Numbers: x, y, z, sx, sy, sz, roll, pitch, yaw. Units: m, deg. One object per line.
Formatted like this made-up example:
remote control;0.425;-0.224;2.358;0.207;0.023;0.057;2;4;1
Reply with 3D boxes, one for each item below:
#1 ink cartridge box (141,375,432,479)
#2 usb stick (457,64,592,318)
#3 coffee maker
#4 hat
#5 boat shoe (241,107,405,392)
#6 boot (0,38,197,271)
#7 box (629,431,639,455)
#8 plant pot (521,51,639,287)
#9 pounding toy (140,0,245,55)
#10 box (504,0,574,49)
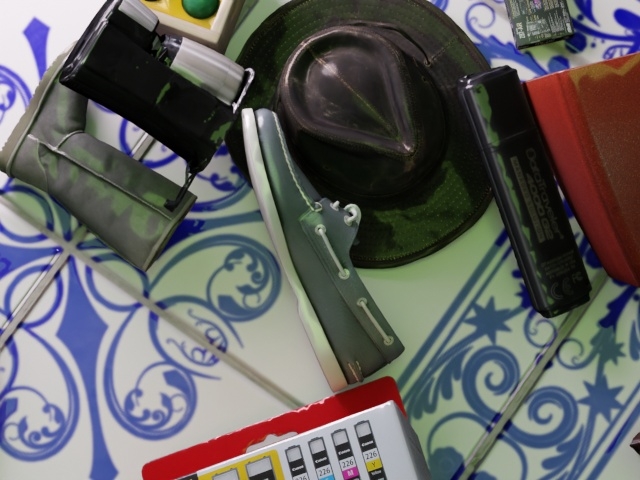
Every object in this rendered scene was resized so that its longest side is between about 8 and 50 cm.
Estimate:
ink cartridge box;-0.038;0.289;1.815;0.309;0.130;0.272;-21;65;6
usb stick;0.221;-0.054;1.928;0.077;0.045;0.278;-22;95;-26
coffee maker;-0.182;-0.156;1.890;0.178;0.120;0.171;30;58;-15
hat;0.052;-0.141;1.930;0.331;0.134;0.331;0;80;0
boat shoe;0.000;0.000;1.896;0.099;0.116;0.319;-20;100;-2
boot;-0.228;-0.094;1.956;0.208;0.076;0.189;30;95;11
box;0.460;0.198;1.855;0.203;0.167;0.168;-44;83;-6
plant pot;0.379;-0.087;1.866;0.267;0.267;0.235;-14;92;-1
pounding toy;-0.177;-0.326;1.980;0.206;0.094;0.181;20;82;3
box;0.243;-0.262;2.003;0.067;0.018;0.083;-13;81;-1
